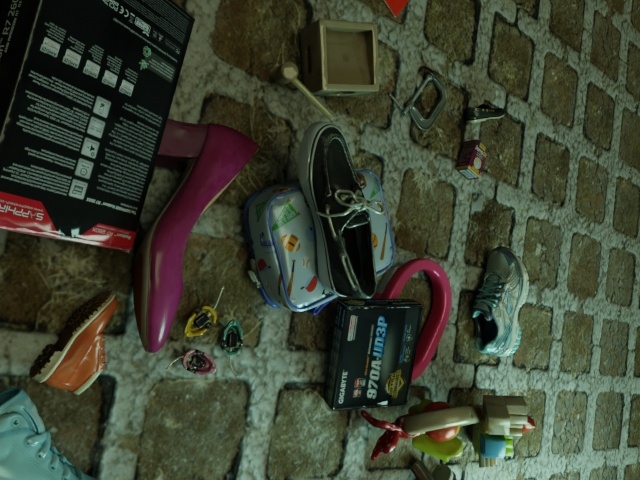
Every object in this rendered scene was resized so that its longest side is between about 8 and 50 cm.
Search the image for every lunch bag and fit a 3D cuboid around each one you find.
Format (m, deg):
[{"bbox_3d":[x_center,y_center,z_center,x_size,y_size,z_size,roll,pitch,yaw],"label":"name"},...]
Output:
[{"bbox_3d":[0.000,0.000,1.003,0.304,0.115,0.243,-21,105,-36],"label":"lunch bag"}]

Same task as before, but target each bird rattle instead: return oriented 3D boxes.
[{"bbox_3d":[0.221,0.380,1.122,0.254,0.207,0.143,24,47,-39],"label":"bird rattle"}]

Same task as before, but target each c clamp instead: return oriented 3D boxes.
[{"bbox_3d":[0.239,-0.332,1.232,0.160,0.022,0.137,-51,117,-25],"label":"c clamp"}]

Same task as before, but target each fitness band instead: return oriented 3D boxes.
[{"bbox_3d":[0.198,0.175,1.184,0.209,0.054,0.290,41,68,-29],"label":"fitness band"}]

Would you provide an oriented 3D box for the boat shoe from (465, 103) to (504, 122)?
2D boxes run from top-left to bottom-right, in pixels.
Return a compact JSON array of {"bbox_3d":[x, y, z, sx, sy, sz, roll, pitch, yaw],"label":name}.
[{"bbox_3d":[0.422,-0.327,1.351,0.133,0.049,0.041,-15,107,-31],"label":"boat shoe"}]

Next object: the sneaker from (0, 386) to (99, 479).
[{"bbox_3d":[-0.397,0.281,0.694,0.366,0.135,0.150,36,72,-32],"label":"sneaker"}]

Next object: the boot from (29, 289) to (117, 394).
[{"bbox_3d":[-0.342,0.151,0.786,0.085,0.059,0.157,43,74,-32],"label":"boot"}]

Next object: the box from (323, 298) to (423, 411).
[{"bbox_3d":[0.107,0.227,1.069,0.175,0.051,0.220,3,101,-24],"label":"box"}]

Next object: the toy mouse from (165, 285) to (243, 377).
[{"bbox_3d":[-0.187,0.183,0.912,0.161,0.031,0.143,-46,115,-27],"label":"toy mouse"}]

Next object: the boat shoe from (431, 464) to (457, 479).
[{"bbox_3d":[0.263,0.627,1.221,0.065,0.075,0.206,51,58,-22],"label":"boat shoe"}]

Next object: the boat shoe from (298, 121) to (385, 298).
[{"bbox_3d":[0.041,-0.048,0.892,0.113,0.105,0.306,-11,101,-39],"label":"boat shoe"}]

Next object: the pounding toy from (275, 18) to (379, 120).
[{"bbox_3d":[0.002,-0.319,1.019,0.206,0.094,0.180,-7,99,-27],"label":"pounding toy"}]

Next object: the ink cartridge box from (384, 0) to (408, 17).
[{"bbox_3d":[0.175,-0.674,1.162,0.239,0.060,0.275,45,65,-27],"label":"ink cartridge box"}]

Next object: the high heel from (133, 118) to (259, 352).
[{"bbox_3d":[-0.190,-0.011,0.844,0.182,0.127,0.376,8,83,-27],"label":"high heel"}]

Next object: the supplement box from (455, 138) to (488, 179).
[{"bbox_3d":[0.378,-0.201,1.322,0.055,0.043,0.083,30,72,-31],"label":"supplement box"}]

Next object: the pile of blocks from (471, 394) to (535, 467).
[{"bbox_3d":[0.414,0.435,1.191,0.362,0.113,0.148,65,26,-66],"label":"pile of blocks"}]

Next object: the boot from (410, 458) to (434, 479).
[{"bbox_3d":[0.228,0.545,1.175,0.106,0.037,0.114,21,32,-54],"label":"boot"}]

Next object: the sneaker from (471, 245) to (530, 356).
[{"bbox_3d":[0.445,0.155,1.335,0.122,0.110,0.282,2,89,-33],"label":"sneaker"}]

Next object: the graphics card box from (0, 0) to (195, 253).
[{"bbox_3d":[-0.317,-0.185,0.706,0.233,0.094,0.370,19,86,-60],"label":"graphics card box"}]
